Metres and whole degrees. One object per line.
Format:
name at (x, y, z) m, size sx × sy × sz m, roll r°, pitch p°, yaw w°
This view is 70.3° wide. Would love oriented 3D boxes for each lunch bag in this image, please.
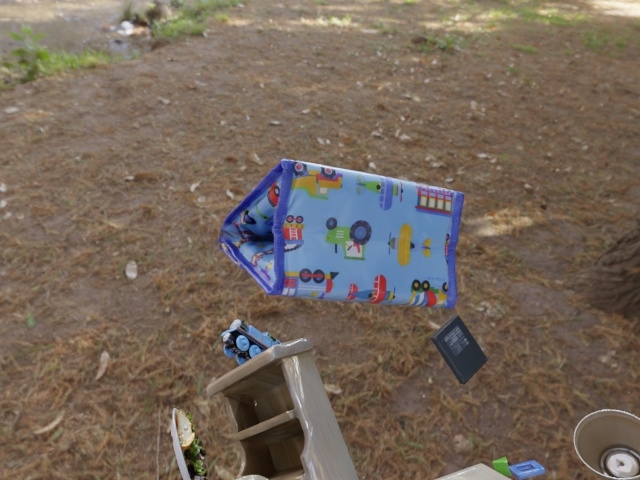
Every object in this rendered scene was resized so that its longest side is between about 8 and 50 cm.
lunch bag at (0.000, 0.000, 0.596) m, size 0.220 × 0.138 × 0.293 m, roll 7°, pitch -4°, yaw -23°

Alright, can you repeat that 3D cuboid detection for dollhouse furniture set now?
dollhouse furniture set at (-0.095, 0.178, 0.297) m, size 0.241 × 0.212 × 0.161 m, roll -2°, pitch 63°, yaw -47°

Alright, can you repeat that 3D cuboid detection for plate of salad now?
plate of salad at (-0.260, 0.438, 0.931) m, size 0.048 × 0.200 × 0.200 m, roll -19°, pitch 48°, yaw -16°

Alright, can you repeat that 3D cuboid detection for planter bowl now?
planter bowl at (0.676, 0.486, 1.030) m, size 0.161 × 0.109 × 0.162 m, roll -26°, pitch 29°, yaw 15°

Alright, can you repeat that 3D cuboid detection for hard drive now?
hard drive at (0.333, 0.260, 1.089) m, size 0.094 × 0.022 × 0.135 m, roll -35°, pitch 93°, yaw -23°

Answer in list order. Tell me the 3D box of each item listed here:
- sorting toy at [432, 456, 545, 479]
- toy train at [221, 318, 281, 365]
sorting toy at (0.326, 0.561, 1.006) m, size 0.347 × 0.196 × 0.047 m, roll -11°, pitch 78°, yaw -13°
toy train at (-0.191, 0.292, 1.261) m, size 0.184 × 0.080 × 0.105 m, roll 42°, pitch 33°, yaw -27°
